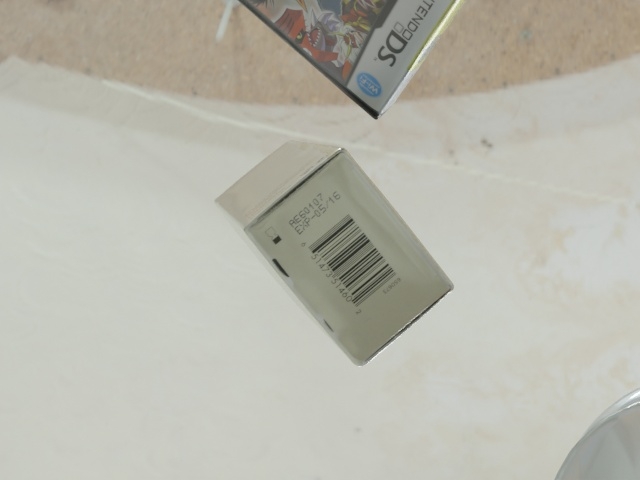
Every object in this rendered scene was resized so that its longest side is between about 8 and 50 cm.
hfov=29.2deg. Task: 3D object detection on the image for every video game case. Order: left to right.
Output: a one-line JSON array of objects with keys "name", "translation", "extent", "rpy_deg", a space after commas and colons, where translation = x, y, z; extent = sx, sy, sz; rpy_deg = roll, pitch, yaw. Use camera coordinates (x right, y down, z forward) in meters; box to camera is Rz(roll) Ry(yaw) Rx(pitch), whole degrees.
[{"name": "video game case", "translation": [-0.009, -0.250, 0.960], "extent": [0.275, 0.035, 0.248], "rpy_deg": [41, -30, 3]}]

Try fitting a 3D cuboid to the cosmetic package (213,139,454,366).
[{"name": "cosmetic package", "translation": [0.000, 0.000, 1.153], "extent": [0.113, 0.309, 0.160], "rpy_deg": [-40, -78, -3]}]

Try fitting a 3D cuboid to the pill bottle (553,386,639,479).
[{"name": "pill bottle", "translation": [0.292, 0.210, 0.885], "extent": [0.224, 0.224, 0.392], "rpy_deg": [-15, -14, 20]}]
